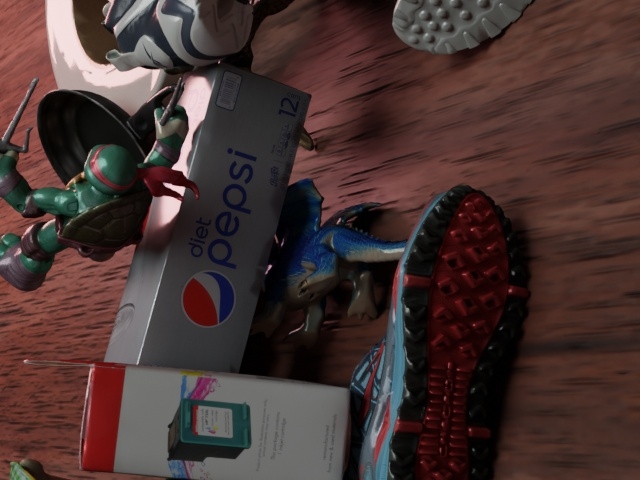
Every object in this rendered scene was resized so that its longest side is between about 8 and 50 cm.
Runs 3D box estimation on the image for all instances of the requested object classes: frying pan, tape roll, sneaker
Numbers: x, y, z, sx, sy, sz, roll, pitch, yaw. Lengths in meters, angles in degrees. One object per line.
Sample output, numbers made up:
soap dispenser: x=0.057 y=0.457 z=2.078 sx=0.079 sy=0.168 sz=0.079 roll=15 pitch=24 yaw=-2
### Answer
frying pan: x=-0.241 y=-0.134 z=1.437 sx=0.053 sy=0.197 sz=0.326 roll=-43 pitch=-13 yaw=-36
tape roll: x=-0.232 y=-0.311 z=1.531 sx=0.392 sy=0.072 sz=0.392 roll=3 pitch=94 yaw=56
sneaker: x=0.143 y=-0.250 z=1.007 sx=0.235 sy=0.090 sz=0.094 roll=-47 pitch=25 yaw=29
sneaker: x=0.064 y=0.085 z=0.916 sx=0.125 sy=0.104 sz=0.261 roll=-3 pitch=71 yaw=60
sneaker: x=-0.122 y=-0.232 z=1.091 sx=0.153 sy=0.094 sz=0.235 roll=-13 pitch=52 yaw=31

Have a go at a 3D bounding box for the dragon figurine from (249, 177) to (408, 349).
dragon figurine: x=0.000 y=0.000 z=1.080 sx=0.289 sy=0.085 sz=0.144 roll=-36 pitch=46 yaw=46

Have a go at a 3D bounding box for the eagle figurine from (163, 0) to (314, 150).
eagle figurine: x=-0.046 y=-0.279 z=1.216 sx=0.225 sy=0.226 sz=0.298 roll=-90 pitch=24 yaw=-65

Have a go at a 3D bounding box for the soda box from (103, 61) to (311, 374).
soda box: x=-0.100 y=-0.001 z=1.071 sx=0.098 sy=0.091 sz=0.286 roll=4 pitch=78 yaw=65

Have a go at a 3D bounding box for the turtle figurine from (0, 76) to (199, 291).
turtle figurine: x=-0.189 y=-0.041 z=1.008 sx=0.234 sy=0.175 sz=0.118 roll=-49 pitch=51 yaw=54

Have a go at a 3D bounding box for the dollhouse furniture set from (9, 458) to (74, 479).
dollhouse furniture set: x=-0.069 y=0.276 z=0.826 sx=0.197 sy=0.302 sz=0.151 roll=25 pitch=93 yaw=57

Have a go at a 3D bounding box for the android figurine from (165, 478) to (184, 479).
android figurine: x=-0.139 y=0.101 z=1.245 sx=0.248 sy=0.056 sz=0.272 roll=116 pitch=150 yaw=-42

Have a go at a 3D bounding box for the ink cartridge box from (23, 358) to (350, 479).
ink cartridge box: x=-0.099 y=0.135 z=0.932 sx=0.134 sy=0.231 sz=0.078 roll=117 pitch=159 yaw=-83
